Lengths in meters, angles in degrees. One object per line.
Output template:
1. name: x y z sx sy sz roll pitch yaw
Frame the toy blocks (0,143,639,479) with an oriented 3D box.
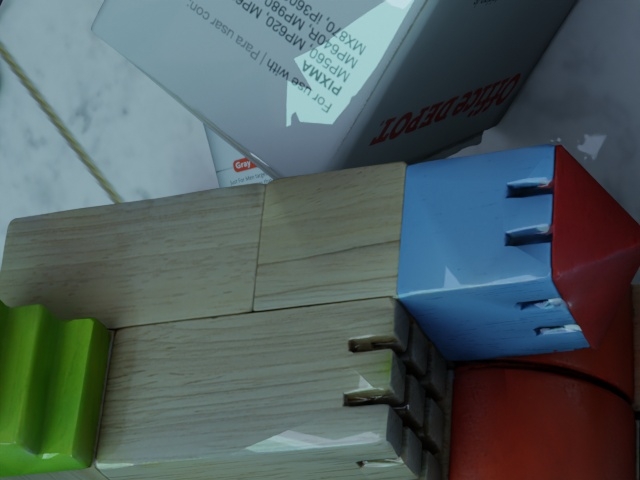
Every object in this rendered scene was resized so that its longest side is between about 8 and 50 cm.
1. toy blocks: 0.064 0.086 0.698 0.261 0.381 0.190 -8 58 22

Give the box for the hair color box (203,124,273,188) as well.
1. hair color box: 0.000 0.000 0.887 0.072 0.043 0.141 -13 91 31

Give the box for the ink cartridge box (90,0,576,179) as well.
1. ink cartridge box: 0.058 -0.165 0.733 0.114 0.197 0.273 37 114 14

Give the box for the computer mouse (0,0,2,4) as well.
1. computer mouse: -0.175 -0.107 0.978 0.071 0.041 0.242 50 117 16
